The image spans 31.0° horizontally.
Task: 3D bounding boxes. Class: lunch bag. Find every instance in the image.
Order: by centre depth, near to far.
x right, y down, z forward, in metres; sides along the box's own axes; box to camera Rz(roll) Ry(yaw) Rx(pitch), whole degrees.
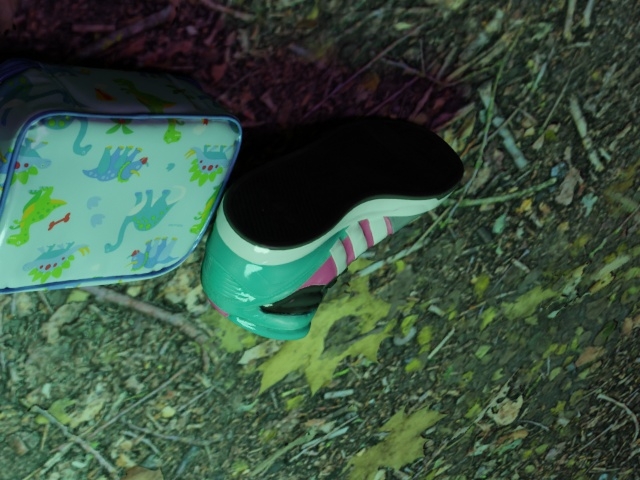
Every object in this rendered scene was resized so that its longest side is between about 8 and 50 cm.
[{"bbox_3d":[-0.180,-0.046,0.901,0.219,0.090,0.176,-6,128,-46],"label":"lunch bag"}]

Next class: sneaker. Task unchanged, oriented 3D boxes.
[{"bbox_3d":[0.000,0.000,1.072,0.295,0.124,0.178,-22,155,-42],"label":"sneaker"}]
